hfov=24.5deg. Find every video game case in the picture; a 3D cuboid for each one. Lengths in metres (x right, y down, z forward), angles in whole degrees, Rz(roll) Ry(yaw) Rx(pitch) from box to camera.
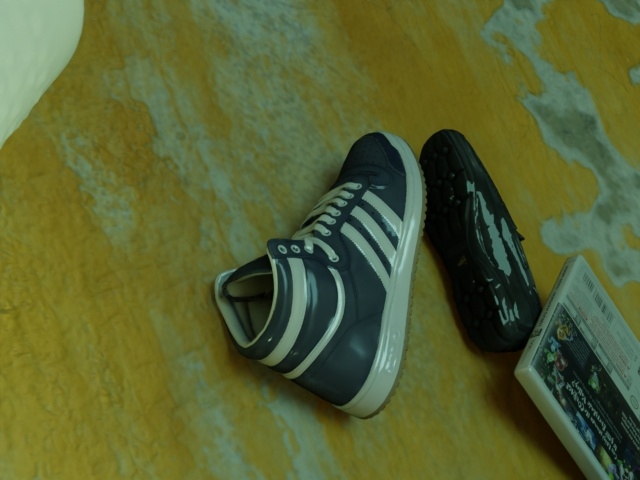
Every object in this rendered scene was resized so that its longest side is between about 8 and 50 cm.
[{"bbox_3d":[0.261,0.136,1.385,0.190,0.022,0.173,54,41,-19],"label":"video game case"}]

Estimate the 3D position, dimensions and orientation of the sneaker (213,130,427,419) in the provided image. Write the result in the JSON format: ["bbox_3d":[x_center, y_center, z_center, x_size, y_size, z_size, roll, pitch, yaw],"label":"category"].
[{"bbox_3d":[0.000,0.000,1.257,0.153,0.099,0.282,24,52,-25],"label":"sneaker"}]

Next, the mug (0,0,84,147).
[{"bbox_3d":[-0.393,-0.116,0.945,0.374,0.276,0.328,20,52,13],"label":"mug"}]

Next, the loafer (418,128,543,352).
[{"bbox_3d":[0.152,0.000,1.396,0.078,0.076,0.223,0,66,-44],"label":"loafer"}]
